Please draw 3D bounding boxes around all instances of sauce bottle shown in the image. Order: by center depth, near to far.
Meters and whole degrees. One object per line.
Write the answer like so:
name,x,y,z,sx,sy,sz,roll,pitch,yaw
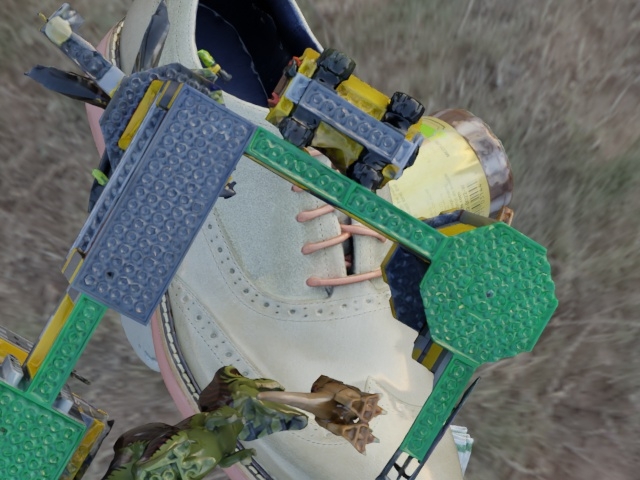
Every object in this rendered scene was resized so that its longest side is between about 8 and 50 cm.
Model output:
sauce bottle,0.000,0.000,1.381,0.344,0.111,0.111,-27,84,-32

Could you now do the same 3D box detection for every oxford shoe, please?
oxford shoe,-0.019,-0.001,0.969,0.140,0.146,0.397,-11,63,-37

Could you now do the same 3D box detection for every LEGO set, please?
LEGO set,-0.062,0.069,0.812,0.255,0.192,0.331,22,92,-15

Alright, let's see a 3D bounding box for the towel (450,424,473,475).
towel,0.062,0.209,1.485,0.113,0.023,0.152,15,123,7
